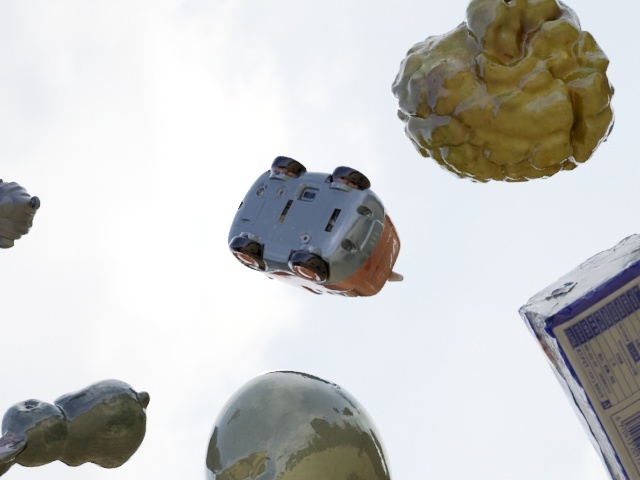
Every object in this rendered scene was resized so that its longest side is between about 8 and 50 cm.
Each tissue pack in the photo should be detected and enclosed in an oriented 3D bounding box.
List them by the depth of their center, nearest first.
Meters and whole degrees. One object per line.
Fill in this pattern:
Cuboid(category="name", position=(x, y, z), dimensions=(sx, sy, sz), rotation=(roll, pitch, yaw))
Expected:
Cuboid(category="tissue pack", position=(0.390, 0.151, 1.675), dimensions=(0.209, 0.269, 0.137), rotation=(-33, 11, -16))

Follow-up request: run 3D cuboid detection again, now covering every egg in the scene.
Cuboid(category="egg", position=(-0.024, 0.277, 1.576), dimensions=(0.219, 0.269, 0.219), rotation=(-26, -22, -11))

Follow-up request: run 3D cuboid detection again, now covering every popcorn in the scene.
Cuboid(category="popcorn", position=(0.189, -0.166, 1.408), dimensions=(0.200, 0.226, 0.203), rotation=(-19, -54, -29))

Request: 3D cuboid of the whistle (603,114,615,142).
Cuboid(category="whistle", position=(0.358, -0.176, 1.860), dimensions=(0.090, 0.090, 0.158), rotation=(-39, -36, 1))

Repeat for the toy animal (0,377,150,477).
Cuboid(category="toy animal", position=(-0.324, 0.228, 1.670), dimensions=(0.236, 0.108, 0.138), rotation=(7, -47, -47))

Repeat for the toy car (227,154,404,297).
Cuboid(category="toy car", position=(0.000, 0.000, 2.154), dimensions=(0.212, 0.271, 0.180), rotation=(46, -117, -47))

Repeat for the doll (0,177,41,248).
Cuboid(category="doll", position=(-0.432, -0.028, 1.761), dimensions=(0.180, 0.094, 0.079), rotation=(-17, -12, 23))
